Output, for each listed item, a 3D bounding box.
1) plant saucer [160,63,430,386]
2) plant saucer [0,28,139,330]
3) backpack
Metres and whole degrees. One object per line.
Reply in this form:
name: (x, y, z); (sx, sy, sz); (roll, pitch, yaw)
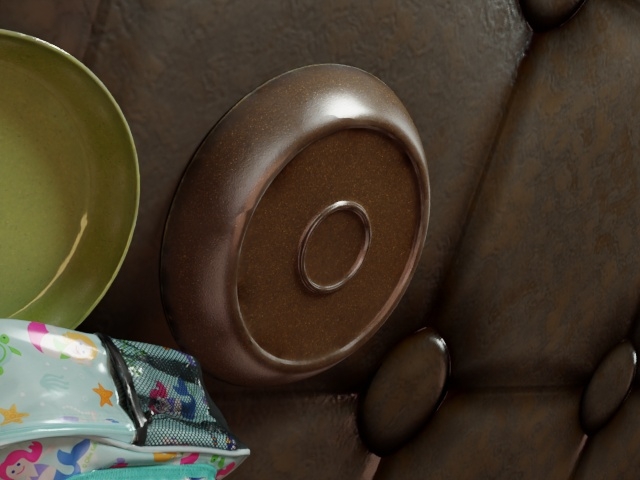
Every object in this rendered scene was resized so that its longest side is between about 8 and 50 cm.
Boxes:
plant saucer: (0.000, 0.000, 0.838); (0.310, 0.050, 0.310); (-23, 125, -36)
plant saucer: (-0.231, -0.020, 0.606); (0.241, 0.037, 0.241); (-21, 123, -37)
backpack: (-0.193, 0.165, 0.598); (0.225, 0.191, 0.253); (-41, 143, 15)
